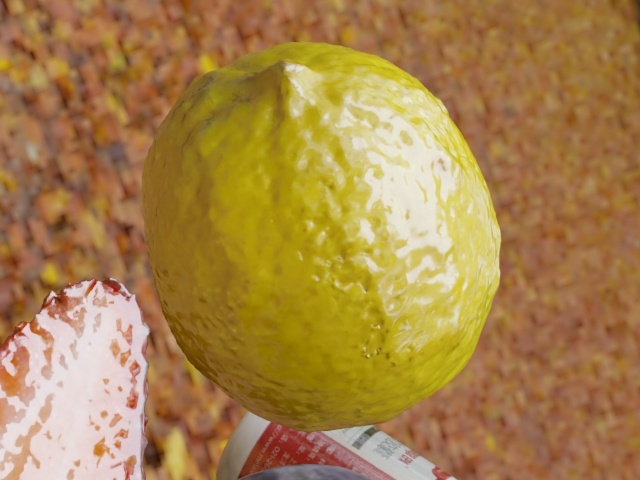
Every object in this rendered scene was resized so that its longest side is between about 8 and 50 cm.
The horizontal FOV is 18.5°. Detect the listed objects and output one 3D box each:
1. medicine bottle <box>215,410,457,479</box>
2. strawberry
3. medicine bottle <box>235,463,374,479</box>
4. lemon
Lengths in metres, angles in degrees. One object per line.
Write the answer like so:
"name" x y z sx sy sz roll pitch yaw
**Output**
"medicine bottle" 0.038 0.235 1.742 0.250 0.131 0.131 31 9 15
"strawberry" -0.196 0.147 1.247 0.236 0.107 0.175 -38 103 -34
"medicine bottle" 0.031 0.226 0.798 0.273 0.165 0.165 45 -9 50
"lemon" 0.000 -0.001 0.954 0.193 0.180 0.180 77 1 -65
